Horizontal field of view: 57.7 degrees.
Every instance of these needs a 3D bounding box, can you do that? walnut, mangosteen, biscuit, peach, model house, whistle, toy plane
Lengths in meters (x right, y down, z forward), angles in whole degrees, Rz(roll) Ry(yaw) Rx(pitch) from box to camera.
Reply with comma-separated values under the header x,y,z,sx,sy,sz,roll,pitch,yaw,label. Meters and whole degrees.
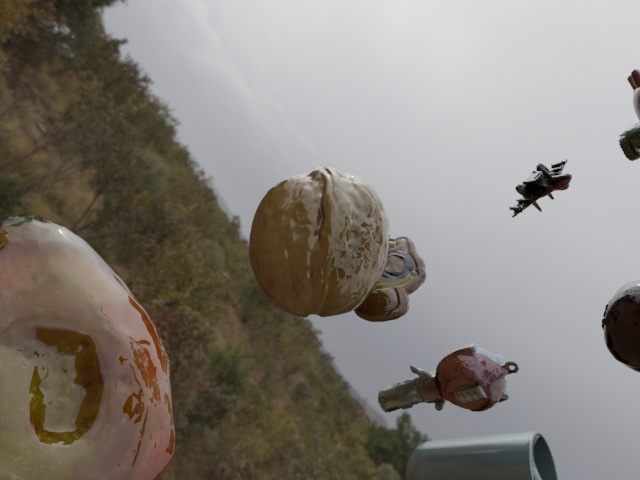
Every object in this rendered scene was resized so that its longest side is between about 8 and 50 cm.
x,y,z,sx,sy,sz,roll,pitch,yaw,label
0.000,0.001,1.183,0.252,0.278,0.312,39,50,-68,walnut
0.559,0.140,0.945,0.184,0.172,0.172,-10,-54,34,mangosteen
0.135,0.064,1.337,0.290,0.209,0.041,-94,173,-46,biscuit
-0.211,0.098,0.395,0.214,0.215,0.235,-157,-112,-75,peach
0.698,-0.223,1.249,0.066,0.079,0.083,49,-32,-5,model house
0.276,0.317,1.280,0.142,0.346,0.133,39,42,-30,whistle
0.363,-0.093,0.941,0.061,0.130,0.189,45,-1,12,toy plane

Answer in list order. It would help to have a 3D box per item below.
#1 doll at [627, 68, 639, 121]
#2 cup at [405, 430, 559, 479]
x,y,z,sx,sy,sz,roll,pitch,yaw,label
0.627,-0.225,1.038,0.211,0.093,0.262,46,22,-8,doll
0.366,0.554,1.328,0.205,0.312,0.205,33,49,-47,cup
